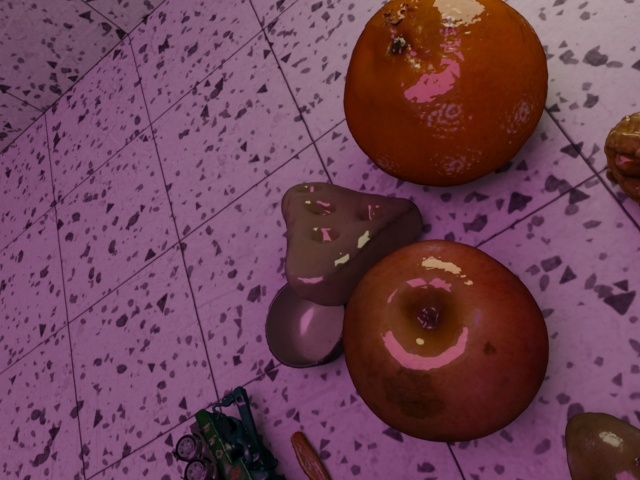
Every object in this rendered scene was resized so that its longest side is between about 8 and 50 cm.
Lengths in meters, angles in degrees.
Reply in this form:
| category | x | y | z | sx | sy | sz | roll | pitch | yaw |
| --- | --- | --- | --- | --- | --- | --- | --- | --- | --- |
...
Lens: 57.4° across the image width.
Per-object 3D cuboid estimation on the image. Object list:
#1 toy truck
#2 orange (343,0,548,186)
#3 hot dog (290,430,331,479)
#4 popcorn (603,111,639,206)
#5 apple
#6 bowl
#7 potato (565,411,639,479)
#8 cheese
| category | x | y | z | sx | sy | sz | roll | pitch | yaw |
| --- | --- | --- | --- | --- | --- | --- | --- | --- | --- |
| toy truck | -0.171 | 0.505 | 1.253 | 0.178 | 0.176 | 0.363 | -37 | 54 | 2 |
| orange | 0.241 | -0.318 | 1.197 | 0.424 | 0.326 | 0.423 | -14 | 63 | 29 |
| hot dog | -0.025 | 0.472 | 1.252 | 0.044 | 0.028 | 0.137 | -33 | 55 | -13 |
| popcorn | 0.576 | -0.140 | 1.009 | 0.140 | 0.194 | 0.163 | -25 | 19 | 18 |
| apple | 0.206 | 0.171 | 1.030 | 0.364 | 0.364 | 0.363 | -13 | 65 | 29 |
| bowl | -0.009 | 0.187 | 1.300 | 0.212 | 0.112 | 0.211 | -12 | 67 | 29 |
| potato | 0.468 | 0.356 | 0.911 | 0.157 | 0.157 | 0.194 | -40 | 42 | 15 |
| cheese | 0.000 | 0.000 | 1.267 | 0.351 | 0.129 | 0.328 | 15 | 44 | 33 |
